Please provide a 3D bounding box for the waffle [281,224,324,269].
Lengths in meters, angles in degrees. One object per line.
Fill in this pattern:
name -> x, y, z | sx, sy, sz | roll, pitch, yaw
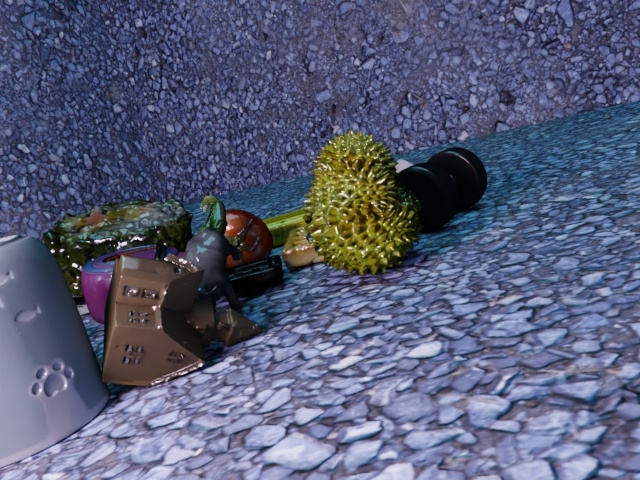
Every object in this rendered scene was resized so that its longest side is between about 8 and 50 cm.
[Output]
waffle -> 0.000, 0.000, 1.568 | 0.168, 0.057, 0.274 | -16, 11, 4

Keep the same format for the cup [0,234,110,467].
cup -> -0.516, 0.163, 0.940 | 0.357, 0.274, 0.259 | -19, 11, -21

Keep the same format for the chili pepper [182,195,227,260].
chili pepper -> -0.263, 0.046, 1.338 | 0.085, 0.076, 0.359 | -39, 23, 46

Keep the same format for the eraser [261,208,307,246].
eraser -> -0.125, -0.027, 1.853 | 0.226, 0.069, 0.158 | -16, 9, 4

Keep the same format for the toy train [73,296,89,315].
toy train -> -0.616, 0.170, 1.651 | 0.252, 0.048, 0.055 | -7, 17, 17

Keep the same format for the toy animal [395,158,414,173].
toy animal -> 0.183, -0.105, 1.766 | 0.221, 0.131, 0.104 | -44, -10, -15

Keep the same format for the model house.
model house -> -0.202, 0.113, 1.046 | 0.248, 0.176, 0.181 | 9, 32, -23

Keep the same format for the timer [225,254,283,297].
timer -> -0.150, 0.078, 1.424 | 0.144, 0.055, 0.187 | -15, 7, -2

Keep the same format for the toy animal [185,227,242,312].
toy animal -> -0.205, 0.095, 1.231 | 0.082, 0.137, 0.269 | -10, 52, 16

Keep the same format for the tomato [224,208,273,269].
tomato -> -0.194, 0.004, 1.577 | 0.167, 0.167, 0.167 | -16, 11, 3

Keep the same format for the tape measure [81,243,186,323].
tape measure -> -0.386, 0.099, 1.437 | 0.231, 0.149, 0.245 | -19, 18, -31

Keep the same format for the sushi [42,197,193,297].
sushi -> -0.490, 0.008, 1.685 | 0.352, 0.178, 0.294 | -5, 23, -6

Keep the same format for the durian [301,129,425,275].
durian -> 0.070, -0.058, 1.277 | 0.224, 0.291, 0.291 | -29, 10, 7

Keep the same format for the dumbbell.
dumbbell -> 0.271, -0.118, 1.519 | 0.152, 0.152, 0.218 | -7, 14, 40
